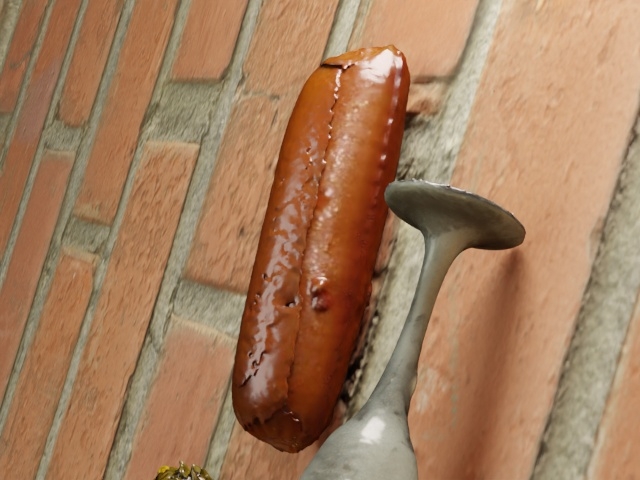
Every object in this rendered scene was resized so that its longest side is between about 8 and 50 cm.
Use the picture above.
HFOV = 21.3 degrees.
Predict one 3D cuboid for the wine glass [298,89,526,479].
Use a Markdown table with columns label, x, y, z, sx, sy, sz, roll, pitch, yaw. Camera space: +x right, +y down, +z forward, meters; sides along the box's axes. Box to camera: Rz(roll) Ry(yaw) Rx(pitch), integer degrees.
| label | x | y | z | sx | sy | sz | roll | pitch | yaw |
| --- | --- | --- | --- | --- | --- | --- | --- | --- | --- |
| wine glass | 0.025 | 0.092 | 0.993 | 0.264 | 0.096 | 0.309 | 66 | -138 | -68 |

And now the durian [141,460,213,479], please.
| label | x | y | z | sx | sy | sz | roll | pitch | yaw |
| --- | --- | --- | --- | --- | --- | --- | --- | --- | --- |
| durian | -0.162 | 0.280 | 1.439 | 0.193 | 0.138 | 0.237 | -57 | 26 | 35 |

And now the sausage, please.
| label | x | y | z | sx | sy | sz | roll | pitch | yaw |
| --- | --- | --- | --- | --- | --- | --- | --- | --- | --- |
| sausage | 0.000 | 0.000 | 1.324 | 0.102 | 0.102 | 0.330 | -15 | 60 | 65 |
